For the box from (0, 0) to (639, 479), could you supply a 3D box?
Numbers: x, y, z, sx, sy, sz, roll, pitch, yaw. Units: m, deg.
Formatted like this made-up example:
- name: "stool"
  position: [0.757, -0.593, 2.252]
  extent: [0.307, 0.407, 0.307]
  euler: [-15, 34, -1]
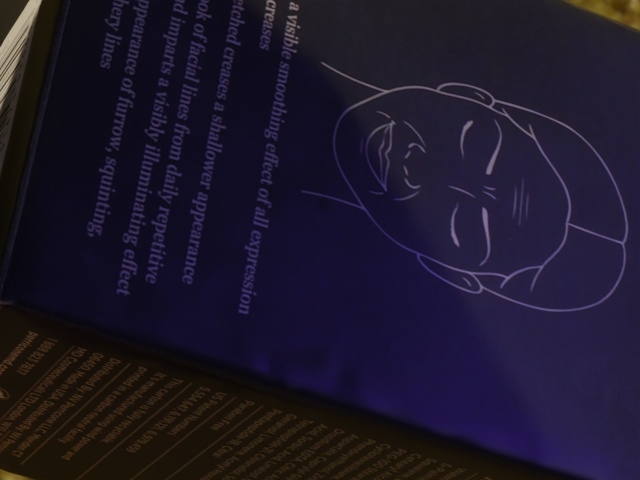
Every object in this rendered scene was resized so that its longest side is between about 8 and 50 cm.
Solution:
- name: "box"
  position: [0.000, 0.000, 1.103]
  extent: [0.212, 0.395, 0.294]
  euler: [-42, 34, 55]
